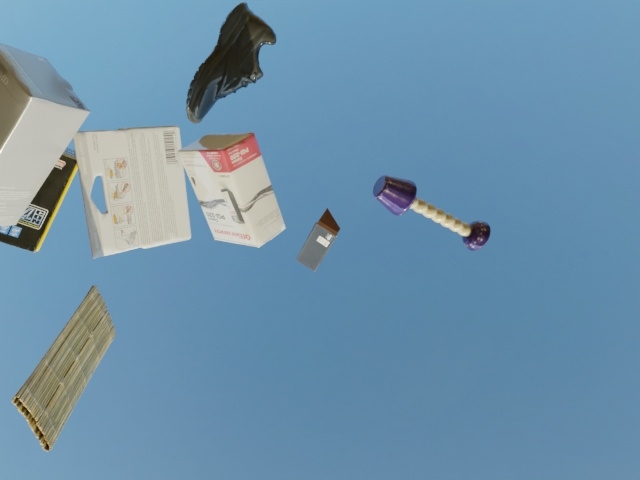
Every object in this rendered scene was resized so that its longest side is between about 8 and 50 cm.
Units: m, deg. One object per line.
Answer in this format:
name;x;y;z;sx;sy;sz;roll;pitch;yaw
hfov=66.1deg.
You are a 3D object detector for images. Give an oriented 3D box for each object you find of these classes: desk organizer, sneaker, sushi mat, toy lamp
desk organizer;0.000;0.000;0.960;0.047;0.130;0.050;32;-130;1
sneaker;-0.204;-0.377;1.108;0.130;0.109;0.286;31;-73;-17
sushi mat;-0.491;0.238;0.978;0.019;0.151;0.316;-4;-149;4
toy lamp;0.230;-0.057;1.022;0.274;0.080;0.080;25;-107;-22

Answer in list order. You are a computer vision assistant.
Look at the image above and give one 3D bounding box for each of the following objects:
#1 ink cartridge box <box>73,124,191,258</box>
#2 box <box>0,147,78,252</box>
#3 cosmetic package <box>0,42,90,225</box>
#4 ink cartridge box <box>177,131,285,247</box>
ink cartridge box;-0.460;-0.126;1.209;0.066;0.261;0.296;11;-71;45
box;-0.751;-0.144;1.099;0.257;0.322;0.079;-58;-146;10
cosmetic package;-0.454;-0.143;0.701;0.127;0.107;0.238;45;-70;13
ink cartridge box;-0.182;-0.104;1.022;0.158;0.218;0.092;8;-142;42
